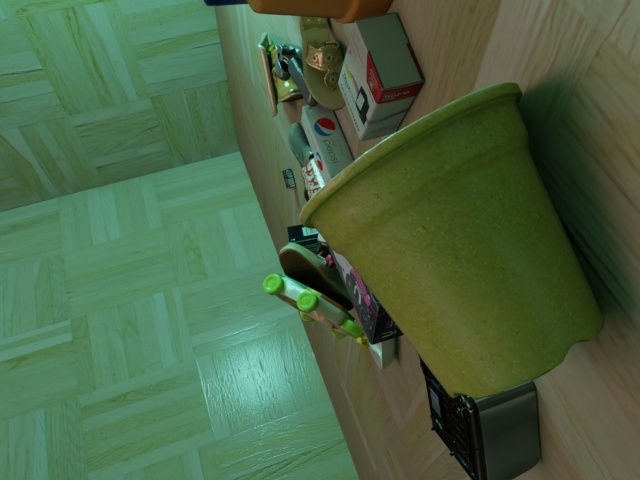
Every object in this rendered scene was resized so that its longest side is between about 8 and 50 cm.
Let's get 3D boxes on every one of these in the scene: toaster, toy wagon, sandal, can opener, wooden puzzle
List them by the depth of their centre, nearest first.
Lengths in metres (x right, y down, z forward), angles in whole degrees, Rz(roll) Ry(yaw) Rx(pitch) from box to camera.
[{"bbox_3d":[0.237,0.249,0.806,0.168,0.110,0.186,-136,31,-67],"label":"toaster"},{"bbox_3d":[0.002,-0.396,1.090,0.079,0.088,0.240,116,142,-83],"label":"sandal"},{"bbox_3d":[-0.049,-0.410,1.325,0.284,0.075,0.095,65,147,37],"label":"can opener"},{"bbox_3d":[0.000,0.196,1.446,0.344,0.068,0.267,22,166,31],"label":"toy wagon"},{"bbox_3d":[-0.159,-0.542,1.701,0.239,0.044,0.221,-97,-3,-59],"label":"wooden puzzle"}]

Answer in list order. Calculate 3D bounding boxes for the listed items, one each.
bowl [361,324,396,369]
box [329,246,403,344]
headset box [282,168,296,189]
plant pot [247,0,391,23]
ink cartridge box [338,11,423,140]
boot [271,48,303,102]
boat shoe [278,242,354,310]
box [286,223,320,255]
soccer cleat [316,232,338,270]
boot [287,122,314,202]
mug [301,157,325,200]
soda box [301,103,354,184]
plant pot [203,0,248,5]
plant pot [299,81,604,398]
[{"bbox_3d":[0.154,0.245,1.363,0.142,0.053,0.142,-119,16,-48],"label":"bowl"},{"bbox_3d":[0.118,0.047,1.019,0.163,0.142,0.247,89,161,-55],"label":"box"},{"bbox_3d":[-0.125,-0.242,2.091,0.062,0.032,0.083,-154,47,-76],"label":"headset box"},{"bbox_3d":[-0.027,-0.477,0.815,0.291,0.203,0.291,163,90,-79],"label":"plant pot"},{"bbox_3d":[0.093,-0.263,0.869,0.175,0.072,0.128,114,138,-73],"label":"ink cartridge box"},{"bbox_3d":[-0.107,-0.489,1.549,0.197,0.072,0.153,-141,40,-67],"label":"boot"},{"bbox_3d":[-0.002,0.091,1.503,0.302,0.109,0.098,41,-134,-31],"label":"boat shoe"},{"bbox_3d":[-0.012,0.032,1.574,0.093,0.155,0.158,-104,4,-55],"label":"box"},{"bbox_3d":[0.072,0.005,1.335,0.331,0.116,0.143,60,-126,-75],"label":"soccer cleat"},{"bbox_3d":[-0.050,-0.240,1.614,0.208,0.076,0.190,50,140,49],"label":"boot"},{"bbox_3d":[0.009,-0.121,1.382,0.150,0.113,0.169,110,150,-42],"label":"mug"},{"bbox_3d":[0.020,-0.229,1.277,0.069,0.073,0.216,104,148,-69],"label":"soda box"},{"bbox_3d":[-0.185,-0.712,1.214,0.212,0.235,0.236,105,148,-57],"label":"plant pot"},{"bbox_3d":[0.155,0.018,0.573,0.254,0.276,0.276,61,167,7],"label":"plant pot"}]
